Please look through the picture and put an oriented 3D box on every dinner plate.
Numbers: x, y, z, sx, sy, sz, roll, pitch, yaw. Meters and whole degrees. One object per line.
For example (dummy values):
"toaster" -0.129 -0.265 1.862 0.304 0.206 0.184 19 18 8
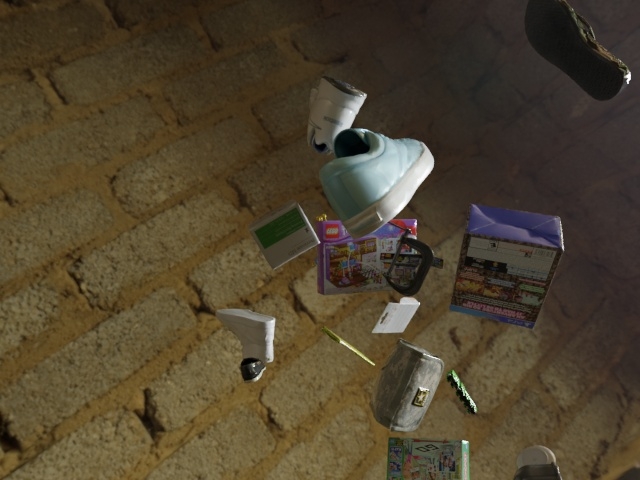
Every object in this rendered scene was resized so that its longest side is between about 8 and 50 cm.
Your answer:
"dinner plate" 0.806 0.825 1.729 0.141 0.017 0.141 -29 -163 10

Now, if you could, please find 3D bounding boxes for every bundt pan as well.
"bundt pan" 0.629 0.817 1.337 0.124 0.332 0.331 -2 -174 19

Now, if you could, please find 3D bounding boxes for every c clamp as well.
"c clamp" 0.198 0.047 1.104 0.022 0.137 0.161 -14 123 -63

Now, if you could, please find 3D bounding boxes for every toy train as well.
"toy train" 0.238 0.255 0.775 0.017 0.083 0.024 -31 -173 25

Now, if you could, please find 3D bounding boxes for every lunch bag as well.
"lunch bag" 0.257 0.435 1.393 0.236 0.168 0.287 -64 166 -3

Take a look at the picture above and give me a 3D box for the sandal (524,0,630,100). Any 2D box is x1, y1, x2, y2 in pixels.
"sandal" 0.487 -0.374 0.885 0.054 0.255 0.097 -29 168 -20

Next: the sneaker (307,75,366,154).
"sneaker" 0.011 -0.242 0.939 0.297 0.110 0.130 -90 -158 -82

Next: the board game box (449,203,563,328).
"board game box" 0.496 0.072 1.259 0.141 0.231 0.291 -61 156 -47

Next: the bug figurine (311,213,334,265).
"bug figurine" 0.000 0.000 1.991 0.216 0.279 0.072 -30 137 -18

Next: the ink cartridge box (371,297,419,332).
"ink cartridge box" 0.275 0.282 1.736 0.179 0.045 0.146 9 116 -37

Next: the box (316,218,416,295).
"box" 0.133 0.042 1.296 0.292 0.201 0.057 -1 -178 -21

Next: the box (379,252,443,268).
"box" 0.236 0.052 1.196 0.136 0.027 0.093 2 171 41

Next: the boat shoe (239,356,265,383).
"boat shoe" -0.151 0.277 1.019 0.048 0.042 0.133 -18 178 -3

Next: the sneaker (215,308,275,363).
"sneaker" -0.259 0.323 1.532 0.108 0.170 0.292 -4 -174 -41

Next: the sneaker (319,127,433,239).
"sneaker" 0.101 -0.146 0.810 0.135 0.150 0.366 -28 -167 28

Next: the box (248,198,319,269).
"box" -0.069 -0.013 0.849 0.101 0.087 0.102 -30 -168 -3

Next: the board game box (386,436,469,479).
"board game box" 0.361 0.796 1.578 0.317 0.046 0.214 -22 -131 44

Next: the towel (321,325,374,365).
"towel" 0.099 0.380 1.631 0.021 0.237 0.102 -52 -140 -6
